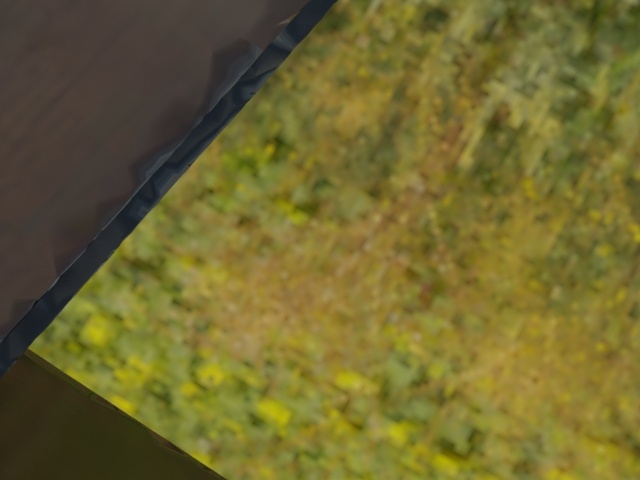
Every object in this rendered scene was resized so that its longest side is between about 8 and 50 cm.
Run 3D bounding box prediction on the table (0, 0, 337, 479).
[{"bbox_3d":[0.000,0.000,0.473,0.282,0.250,0.196,37,-164,-21],"label":"table"}]
